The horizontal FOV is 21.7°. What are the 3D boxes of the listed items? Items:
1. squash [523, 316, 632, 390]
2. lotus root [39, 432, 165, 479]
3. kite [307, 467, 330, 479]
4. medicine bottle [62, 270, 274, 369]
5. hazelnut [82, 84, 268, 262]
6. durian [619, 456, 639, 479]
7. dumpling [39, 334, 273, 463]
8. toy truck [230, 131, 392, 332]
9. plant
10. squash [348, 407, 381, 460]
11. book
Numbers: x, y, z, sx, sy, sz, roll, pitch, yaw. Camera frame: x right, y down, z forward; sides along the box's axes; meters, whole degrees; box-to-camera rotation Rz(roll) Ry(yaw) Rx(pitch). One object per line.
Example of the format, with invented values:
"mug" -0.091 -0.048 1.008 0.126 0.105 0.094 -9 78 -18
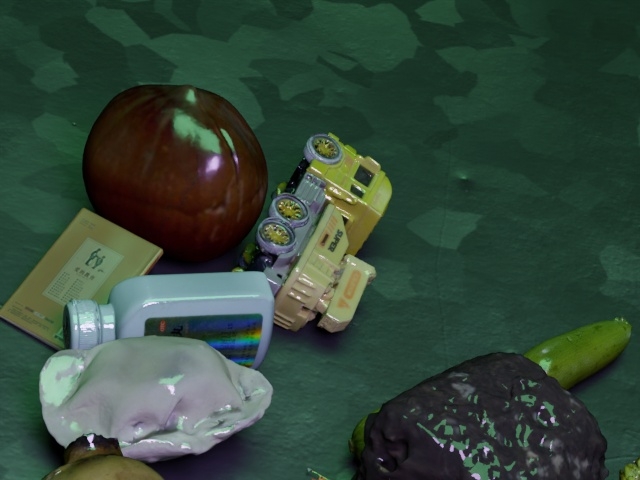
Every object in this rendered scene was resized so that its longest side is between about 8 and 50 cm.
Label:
"squash" 0.309 0.138 2.025 0.201 0.066 0.066 -24 52 -38
"lotus root" -0.206 0.308 1.607 0.160 0.146 0.284 14 43 -32
"kite" 0.071 0.324 1.776 0.125 0.008 0.222 -1 41 -18
"medicine bottle" -0.173 0.095 1.885 0.229 0.121 0.083 -1 42 -17
"hazelnut" -0.176 -0.092 2.030 0.230 0.229 0.229 9 39 -7
"durian" 0.298 0.357 1.676 0.158 0.169 0.352 30 41 19
"dumpling" -0.174 0.174 1.782 0.250 0.132 0.162 2 45 -9
"toy truck" 0.000 0.000 2.054 0.157 0.124 0.272 31 42 -4
"plant" 0.120 0.264 1.664 0.312 0.215 0.213 -31 62 -28
"squash" 0.125 0.219 1.858 0.188 0.095 0.095 -5 43 -18
"book" -0.279 0.049 1.948 0.118 0.012 0.172 28 63 17
